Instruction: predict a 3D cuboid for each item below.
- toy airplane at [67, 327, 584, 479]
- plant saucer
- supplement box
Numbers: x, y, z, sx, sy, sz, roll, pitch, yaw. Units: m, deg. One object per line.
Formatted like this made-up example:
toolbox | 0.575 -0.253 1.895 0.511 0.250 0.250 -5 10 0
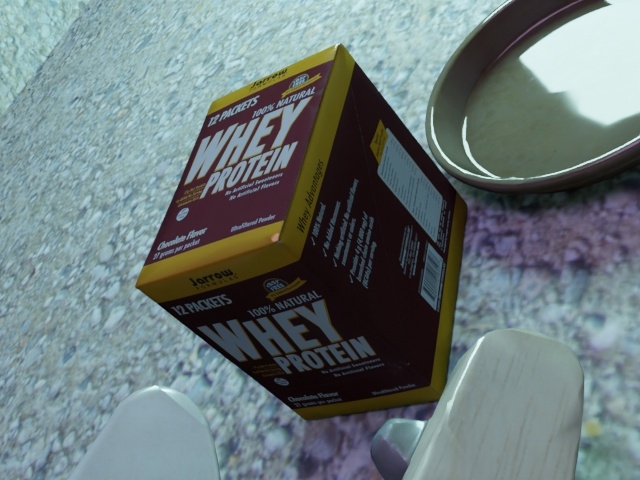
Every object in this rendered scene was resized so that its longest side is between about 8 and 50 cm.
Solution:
toy airplane | 0.042 0.219 0.283 0.386 0.272 0.384 -18 43 -20
plant saucer | 0.215 -0.142 0.686 0.278 0.041 0.278 -27 39 24
supplement box | 0.000 0.000 0.620 0.129 0.194 0.191 -17 43 35
